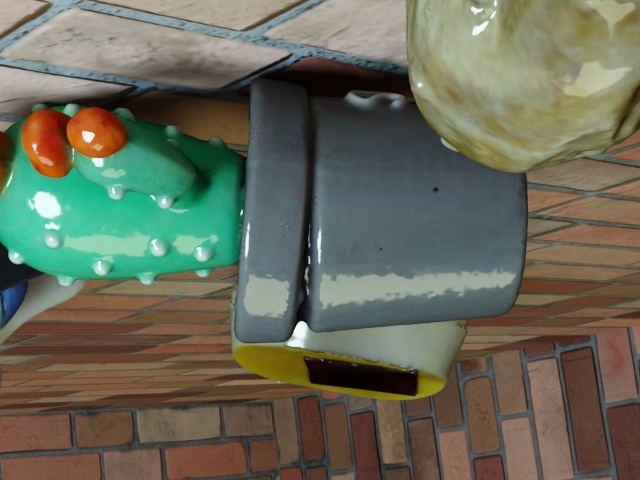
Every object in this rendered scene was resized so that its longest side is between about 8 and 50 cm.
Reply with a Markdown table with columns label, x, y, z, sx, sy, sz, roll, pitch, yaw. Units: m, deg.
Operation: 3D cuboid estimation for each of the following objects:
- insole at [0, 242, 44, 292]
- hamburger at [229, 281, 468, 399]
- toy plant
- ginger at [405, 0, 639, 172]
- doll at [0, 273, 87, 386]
| label | x | y | z | sx | sy | sz | roll | pitch | yaw |
| --- | --- | --- | --- | --- | --- | --- | --- | --- | --- |
| insole | -0.246 | 0.003 | 1.036 | 0.348 | 0.119 | 0.009 | -17 | 132 | -19 |
| hamburger | 0.032 | 0.101 | 1.622 | 0.295 | 0.151 | 0.227 | 14 | 162 | -6 |
| toy plant | -0.068 | -0.025 | 0.918 | 0.400 | 0.185 | 0.279 | 1 | -163 | -4 |
| ginger | 0.187 | -0.124 | 0.603 | 0.304 | 0.155 | 0.244 | -8 | 167 | 8 |
| doll | -0.362 | 0.117 | 1.128 | 0.187 | 0.376 | 0.365 | 18 | 165 | 7 |
